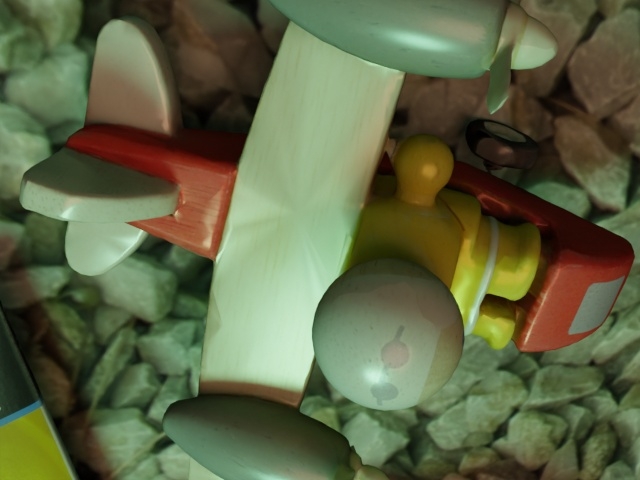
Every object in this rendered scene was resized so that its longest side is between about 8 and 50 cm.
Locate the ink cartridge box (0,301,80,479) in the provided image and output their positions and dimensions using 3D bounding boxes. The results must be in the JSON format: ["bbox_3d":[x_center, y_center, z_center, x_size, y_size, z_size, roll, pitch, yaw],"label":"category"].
[{"bbox_3d":[-0.359,0.212,0.640,0.307,0.072,0.304,-25,124,-23],"label":"ink cartridge box"}]

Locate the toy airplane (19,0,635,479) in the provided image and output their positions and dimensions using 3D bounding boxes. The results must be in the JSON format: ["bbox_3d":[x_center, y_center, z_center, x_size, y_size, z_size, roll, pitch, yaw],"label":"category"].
[{"bbox_3d":[0.000,0.000,0.531,0.384,0.272,0.386,-29,120,6],"label":"toy airplane"}]
